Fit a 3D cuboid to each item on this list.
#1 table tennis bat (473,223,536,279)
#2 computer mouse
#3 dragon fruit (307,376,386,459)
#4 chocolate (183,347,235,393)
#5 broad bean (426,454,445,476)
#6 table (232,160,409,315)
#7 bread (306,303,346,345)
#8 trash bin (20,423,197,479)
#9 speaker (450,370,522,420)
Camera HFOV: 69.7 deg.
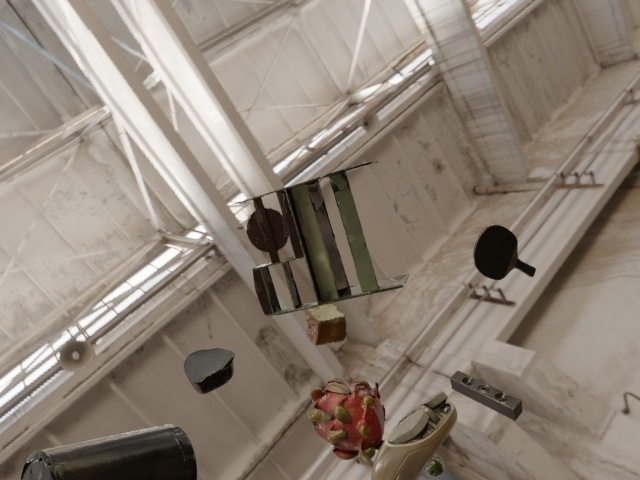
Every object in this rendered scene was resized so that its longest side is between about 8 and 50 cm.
[{"bbox_3d":[0.542,0.050,1.344,0.274,0.021,0.154,24,-93,-30],"label":"table tennis bat"},{"bbox_3d":[0.158,0.369,0.815,0.145,0.082,0.236,-25,-40,-46],"label":"computer mouse"},{"bbox_3d":[0.083,0.552,1.453,0.244,0.307,0.227,2,-93,2],"label":"dragon fruit"},{"bbox_3d":[-0.302,0.371,1.275,0.149,0.125,0.080,-9,-59,7],"label":"chocolate"},{"bbox_3d":[0.269,0.544,1.133,0.069,0.227,0.039,22,-103,4],"label":"broad bean"},{"bbox_3d":[0.000,0.000,0.553,0.062,0.176,0.146,-30,-76,-69],"label":"table"},{"bbox_3d":[0.011,0.191,1.040,0.083,0.077,0.070,-4,-71,-27],"label":"bread"},{"bbox_3d":[-0.446,0.518,0.969,0.302,0.252,0.202,13,-114,-51],"label":"trash bin"},{"bbox_3d":[0.445,0.417,1.246,0.040,0.191,0.046,-34,-58,-30],"label":"speaker"}]
